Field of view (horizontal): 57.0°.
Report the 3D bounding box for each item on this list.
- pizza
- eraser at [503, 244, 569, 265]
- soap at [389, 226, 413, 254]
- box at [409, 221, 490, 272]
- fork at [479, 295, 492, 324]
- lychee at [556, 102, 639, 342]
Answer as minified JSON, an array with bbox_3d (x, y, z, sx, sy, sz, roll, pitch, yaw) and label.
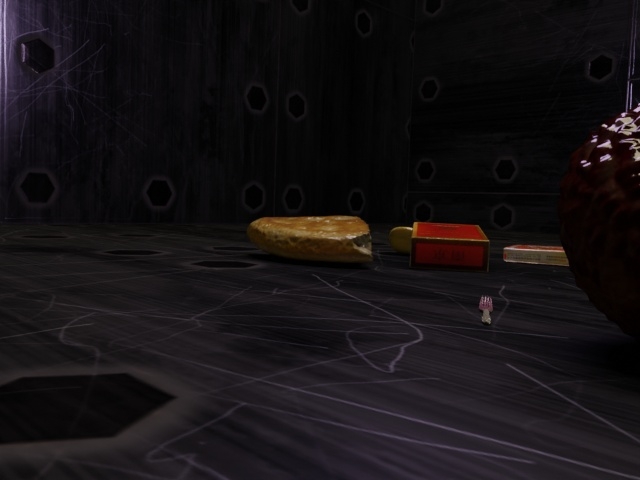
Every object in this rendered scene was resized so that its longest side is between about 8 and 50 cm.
[{"bbox_3d":[-0.032,0.001,1.224,0.268,0.087,0.258,1,8,0],"label":"pizza"},{"bbox_3d":[0.562,0.036,1.383,0.230,0.038,0.157,3,3,29],"label":"eraser"},{"bbox_3d":[0.246,0.008,1.416,0.168,0.089,0.033,10,51,19],"label":"soap"},{"bbox_3d":[0.267,0.011,1.243,0.153,0.074,0.240,-1,9,10],"label":"box"},{"bbox_3d":[0.189,0.082,0.673,0.016,0.012,0.115,-1,8,15],"label":"fork"},{"bbox_3d":[0.333,-0.011,0.492,0.260,0.261,0.260,2,4,0],"label":"lychee"}]
